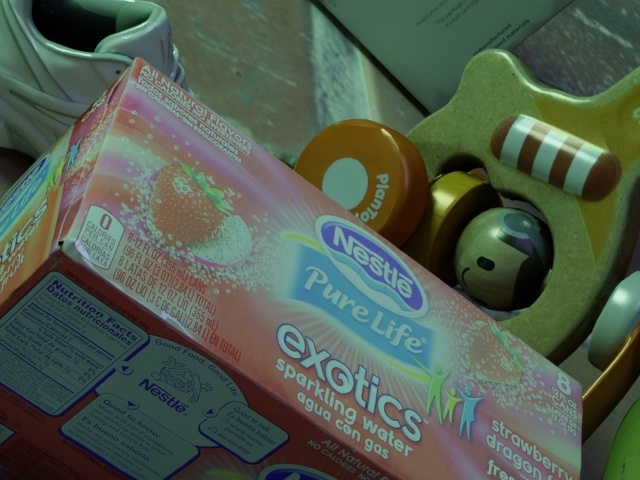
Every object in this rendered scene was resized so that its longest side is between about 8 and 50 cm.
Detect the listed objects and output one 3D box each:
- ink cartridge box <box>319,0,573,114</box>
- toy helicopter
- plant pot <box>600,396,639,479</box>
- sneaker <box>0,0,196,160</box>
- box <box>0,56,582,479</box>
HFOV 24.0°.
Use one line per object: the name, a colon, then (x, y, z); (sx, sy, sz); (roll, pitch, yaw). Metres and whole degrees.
ink cartridge box: (0.077, -0.254, 1.117); (0.232, 0.168, 0.171); (44, 36, -11)
toy helicopter: (0.170, -0.033, 0.863); (0.140, 0.355, 0.235); (19, 36, -56)
plant pot: (0.233, 0.175, 0.711); (0.275, 0.275, 0.293); (40, 16, -16)
sneaker: (-0.102, -0.068, 0.805); (0.232, 0.115, 0.090); (37, 38, -19)
box: (-0.027, 0.075, 0.732); (0.300, 0.154, 0.142); (35, 39, -20)
